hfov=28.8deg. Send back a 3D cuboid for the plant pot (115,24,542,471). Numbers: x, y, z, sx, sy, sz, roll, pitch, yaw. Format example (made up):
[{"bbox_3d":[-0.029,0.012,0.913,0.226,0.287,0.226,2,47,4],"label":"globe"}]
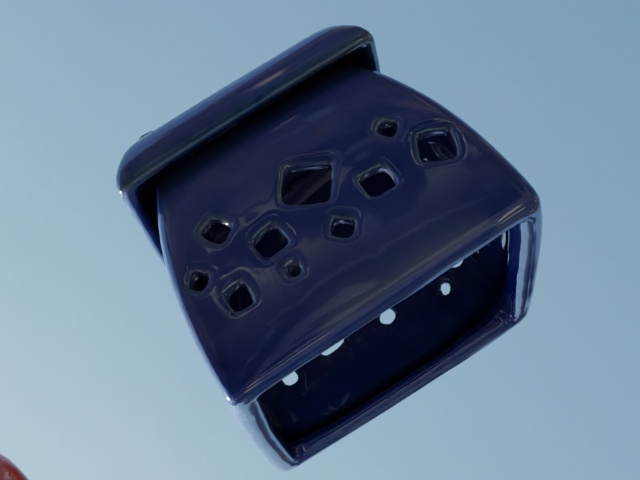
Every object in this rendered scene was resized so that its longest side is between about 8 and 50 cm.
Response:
[{"bbox_3d":[0.000,0.000,0.886,0.236,0.236,0.212,-33,-113,-6],"label":"plant pot"}]

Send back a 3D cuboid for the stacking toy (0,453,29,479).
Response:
[{"bbox_3d":[-0.134,0.124,0.415,0.130,0.309,0.279,-37,-48,-21],"label":"stacking toy"}]
